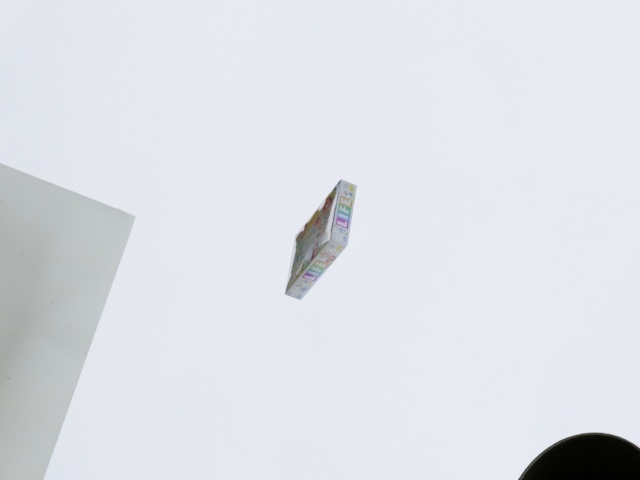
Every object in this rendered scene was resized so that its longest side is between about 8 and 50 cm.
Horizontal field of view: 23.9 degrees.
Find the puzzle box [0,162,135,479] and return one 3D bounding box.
[{"bbox_3d":[-0.358,0.037,1.054,0.052,0.409,0.272,7,-104,63],"label":"puzzle box"}]

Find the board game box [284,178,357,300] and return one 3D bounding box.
[{"bbox_3d":[0.000,0.000,2.051,0.154,0.026,0.103,129,-24,-49],"label":"board game box"}]

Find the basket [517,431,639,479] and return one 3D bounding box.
[{"bbox_3d":[0.257,0.325,1.446,0.154,0.227,0.204,9,-122,17],"label":"basket"}]
